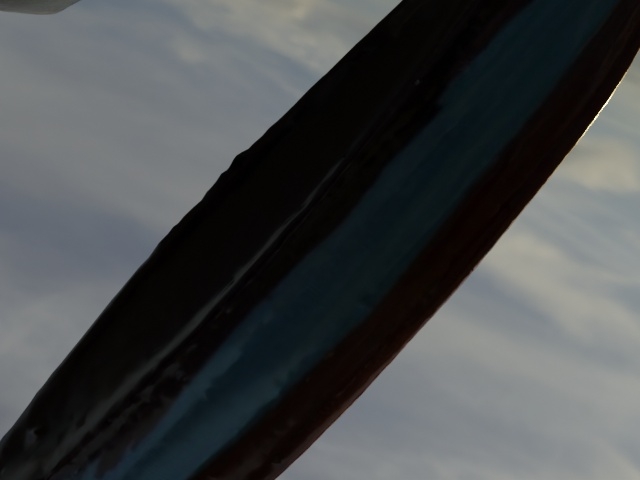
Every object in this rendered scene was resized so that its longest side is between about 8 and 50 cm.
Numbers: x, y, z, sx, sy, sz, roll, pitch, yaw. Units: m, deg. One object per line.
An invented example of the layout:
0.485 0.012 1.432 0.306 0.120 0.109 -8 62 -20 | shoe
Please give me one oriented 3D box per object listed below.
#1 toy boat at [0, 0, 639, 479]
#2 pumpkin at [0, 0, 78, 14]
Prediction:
0.000 0.000 0.537 0.079 0.392 0.136 44 178 -34 | toy boat
-0.145 -0.177 0.435 0.217 0.217 0.110 32 -141 29 | pumpkin
